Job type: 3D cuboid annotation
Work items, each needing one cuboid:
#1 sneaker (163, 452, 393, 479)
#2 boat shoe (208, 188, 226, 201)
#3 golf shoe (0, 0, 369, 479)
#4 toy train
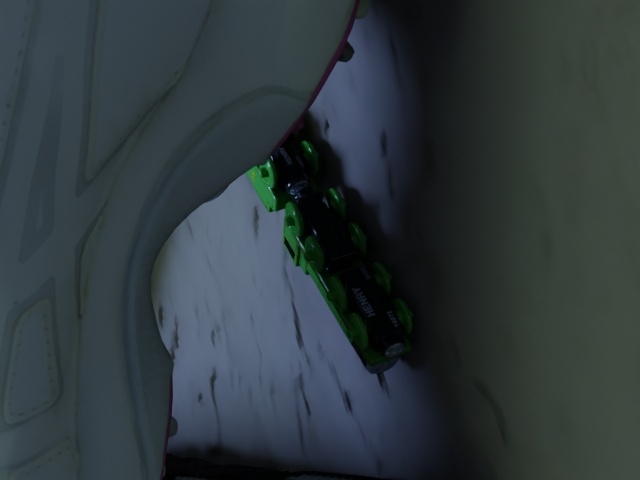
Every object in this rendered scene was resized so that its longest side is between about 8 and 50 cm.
[{"bbox_3d":[-0.071,0.140,0.494,0.281,0.106,0.163,-4,83,58],"label":"sneaker"},{"bbox_3d":[-0.049,-0.047,0.514,0.100,0.035,0.035,57,174,29],"label":"boat shoe"},{"bbox_3d":[-0.090,-0.004,0.375,0.115,0.140,0.306,26,96,50],"label":"golf shoe"},{"bbox_3d":[0.000,0.000,0.448,0.024,0.017,0.083,98,149,-52],"label":"toy train"}]
